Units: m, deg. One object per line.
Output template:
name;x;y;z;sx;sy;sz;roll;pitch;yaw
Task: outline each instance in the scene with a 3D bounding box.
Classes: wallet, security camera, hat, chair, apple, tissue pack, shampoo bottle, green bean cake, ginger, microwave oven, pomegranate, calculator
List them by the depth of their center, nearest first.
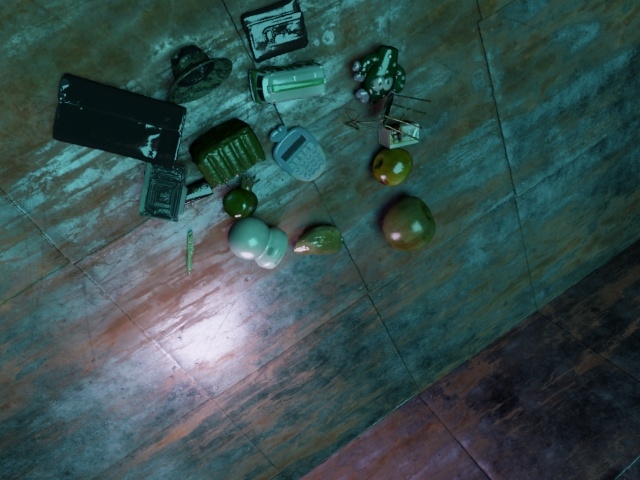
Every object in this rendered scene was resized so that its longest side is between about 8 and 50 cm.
wallet;-0.688;-0.406;1.577;0.407;0.062;0.228;12;104;-14
hat;-0.448;-0.603;1.599;0.266;0.265;0.128;-31;93;-8
wallet;-0.167;-0.784;1.702;0.229;0.049;0.181;-24;126;-11
green bean cake;-0.358;-0.338;1.716;0.247;0.250;0.156;-32;125;-6
microwave oven;-0.588;-0.183;1.717;0.163;0.122;0.208;10;92;-14
shampoo bottle;-0.490;-0.199;1.837;0.237;0.067;0.068;-28;123;-10
pomegranate;-0.322;-0.183;1.881;0.131;0.152;0.191;20;105;9
chair;0.278;-0.538;1.914;0.326;0.160;0.170;18;84;9
calculator;-0.096;-0.374;1.946;0.188;0.042;0.303;-46;125;4
security camera;-0.283;0.002;1.967;0.236;0.194;0.194;24;103;-30
tissue pack;0.353;-0.483;2.061;0.149;0.106;0.099;-15;121;-18
apple;0.325;-0.339;2.082;0.155;0.182;0.182;14;109;-22
ginger;0.000;0.000;2.129;0.267;0.152;0.137;-6;88;-17
apple;0.429;-0.077;2.230;0.234;0.256;0.257;-33;131;32

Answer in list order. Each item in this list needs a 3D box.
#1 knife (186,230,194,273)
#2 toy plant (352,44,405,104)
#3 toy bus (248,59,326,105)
knife;-0.560;0.053;1.966;0.030;0.014;0.207;-2;115;-22
toy plant;0.247;-0.682;1.902;0.233;0.112;0.243;-22;133;-7
toy bus;-0.121;-0.603;1.744;0.276;0.165;0.133;-17;120;-17
